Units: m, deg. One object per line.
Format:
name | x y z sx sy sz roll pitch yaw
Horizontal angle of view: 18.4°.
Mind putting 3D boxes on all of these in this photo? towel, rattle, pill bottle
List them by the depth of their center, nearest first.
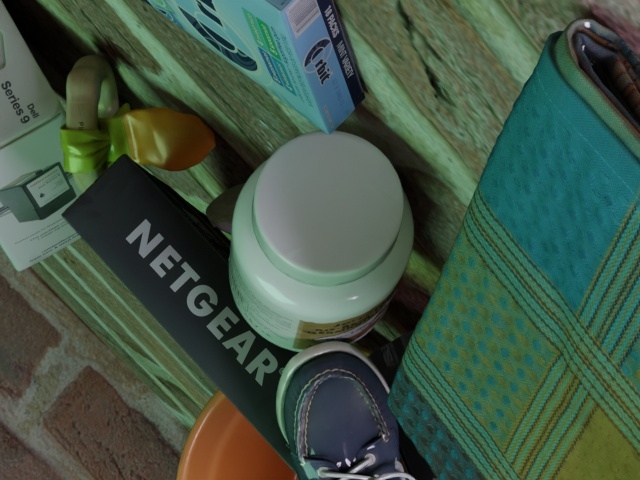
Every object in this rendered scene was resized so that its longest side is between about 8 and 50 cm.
towel | 0.155 0.089 1.047 0.271 0.040 0.370 55 152 23
pill bottle | 0.000 0.000 1.432 0.131 0.131 0.229 41 168 6
rattle | -0.161 -0.109 1.808 0.199 0.142 0.130 23 -129 -82

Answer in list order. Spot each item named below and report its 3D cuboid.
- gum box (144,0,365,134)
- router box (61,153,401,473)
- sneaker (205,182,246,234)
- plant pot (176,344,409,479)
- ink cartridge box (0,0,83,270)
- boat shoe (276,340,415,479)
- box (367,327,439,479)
gum box | -0.063 -0.165 1.281 0.184 0.041 0.157 38 167 25
router box | -0.064 0.081 1.714 0.309 0.081 0.243 46 -179 18
sneaker | -0.039 0.001 1.730 0.152 0.058 0.085 12 140 55
plant pot | 0.028 0.254 1.942 0.291 0.291 0.203 38 -176 20
ink cartridge box | -0.321 -0.124 1.931 0.211 0.121 0.289 58 173 19
boat shoe | 0.022 0.187 1.520 0.079 0.095 0.254 -108 9 -49
box | 0.162 0.247 1.663 0.307 0.076 0.242 55 -173 -36
